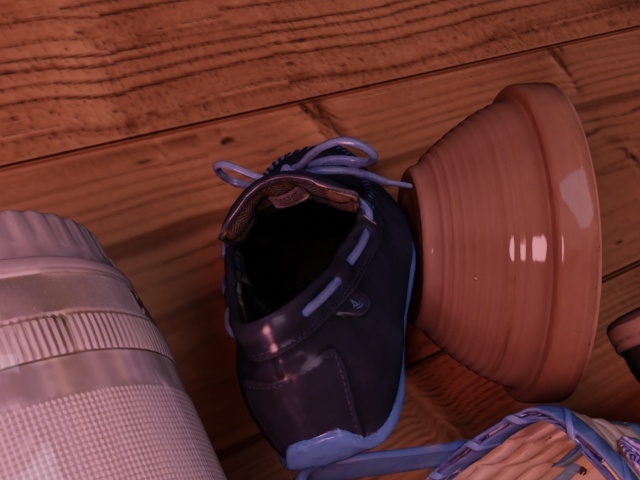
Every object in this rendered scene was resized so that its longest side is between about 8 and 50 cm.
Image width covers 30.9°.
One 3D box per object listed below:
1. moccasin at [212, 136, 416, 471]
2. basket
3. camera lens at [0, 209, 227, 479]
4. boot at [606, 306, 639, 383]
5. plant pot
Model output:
[{"bbox_3d":[0.000,0.000,0.755,0.342,0.137,0.117,-102,167,-63],"label":"moccasin"},{"bbox_3d":[0.132,0.222,0.700,0.289,0.201,0.255,-7,55,-45],"label":"basket"},{"bbox_3d":[-0.150,0.152,0.562,0.219,0.219,0.274,-11,65,-38],"label":"camera lens"},{"bbox_3d":[0.335,0.179,0.838,0.377,0.138,0.284,34,35,-63],"label":"boot"},{"bbox_3d":[0.118,0.003,0.861,0.109,0.237,0.237,-1,56,-5],"label":"plant pot"}]
